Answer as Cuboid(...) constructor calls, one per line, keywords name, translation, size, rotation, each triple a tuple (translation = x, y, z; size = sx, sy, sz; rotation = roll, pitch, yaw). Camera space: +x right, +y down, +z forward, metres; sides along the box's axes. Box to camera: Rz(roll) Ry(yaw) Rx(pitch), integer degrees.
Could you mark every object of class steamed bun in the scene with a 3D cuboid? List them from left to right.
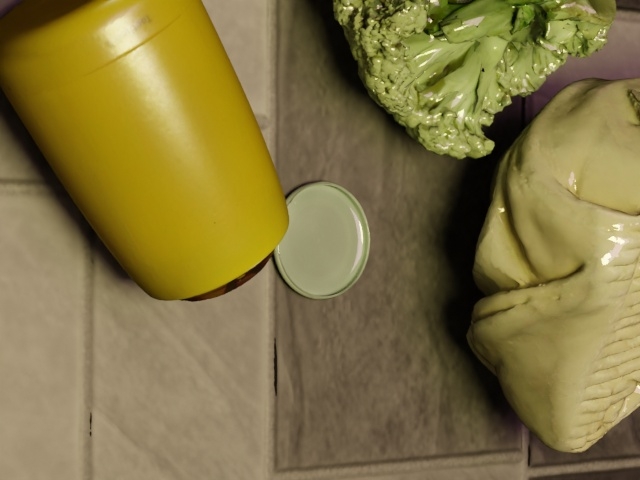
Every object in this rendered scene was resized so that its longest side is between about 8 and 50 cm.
Cuboid(name="steamed bun", translation=(0.272, -0.010, 1.720), size=(0.394, 0.237, 0.346), rotation=(-55, 145, 4))

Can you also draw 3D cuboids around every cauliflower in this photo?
Cuboid(name="cauliflower", translation=(0.150, -0.218, 1.614), size=(0.272, 0.250, 0.275), rotation=(49, 59, -28))

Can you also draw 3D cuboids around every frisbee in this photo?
Cuboid(name="frisbee", translation=(0.000, 0.000, 1.649), size=(0.110, 0.014, 0.110), rotation=(1, 89, -36))

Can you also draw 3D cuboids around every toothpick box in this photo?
Cuboid(name="toothpick box", translation=(-0.137, -0.086, 1.454), size=(0.175, 0.175, 0.271), rotation=(-40, 116, -29))
